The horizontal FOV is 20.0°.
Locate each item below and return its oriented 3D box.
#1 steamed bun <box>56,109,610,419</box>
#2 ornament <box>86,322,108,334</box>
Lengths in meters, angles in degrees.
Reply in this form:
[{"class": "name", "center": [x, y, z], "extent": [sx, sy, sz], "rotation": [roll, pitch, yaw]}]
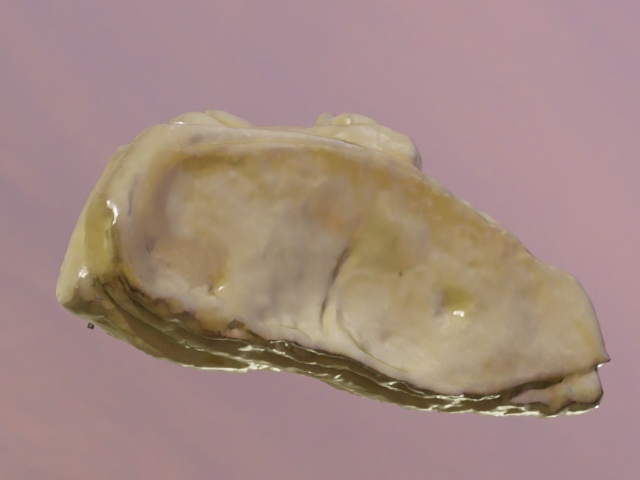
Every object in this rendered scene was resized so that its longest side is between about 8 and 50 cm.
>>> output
[{"class": "steamed bun", "center": [0.000, 0.000, 1.377], "extent": [0.428, 0.247, 0.189], "rotation": [12, -12, -24]}, {"class": "ornament", "center": [-0.192, 0.039, 1.867], "extent": [0.073, 0.125, 0.028], "rotation": [10, -13, 44]}]
